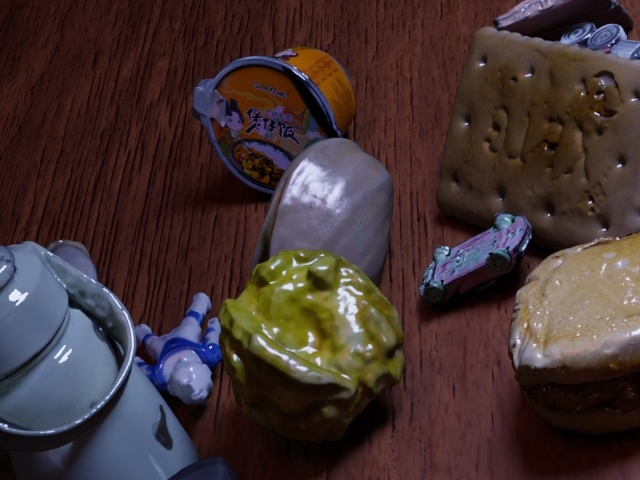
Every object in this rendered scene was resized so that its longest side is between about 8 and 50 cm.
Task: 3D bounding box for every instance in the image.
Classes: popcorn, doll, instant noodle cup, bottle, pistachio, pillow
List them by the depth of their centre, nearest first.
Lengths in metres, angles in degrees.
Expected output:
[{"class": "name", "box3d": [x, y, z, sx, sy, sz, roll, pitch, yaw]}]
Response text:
[{"class": "bottle", "box3d": [-0.275, 0.143, 1.897, 0.229, 0.352, 0.229, -21, 30, 13]}, {"class": "popcorn", "box3d": [-0.010, 0.109, 1.918, 0.197, 0.155, 0.198, -4, 54, 5]}, {"class": "pistachio", "box3d": [0.000, 0.000, 2.093, 0.137, 0.153, 0.238, -4, 64, 53]}, {"class": "doll", "box3d": [-0.152, 0.130, 2.109, 0.114, 0.057, 0.227, -23, 20, -1]}, {"class": "pillow", "box3d": [0.276, -0.251, 2.203, 0.126, 0.043, 0.232, -24, -9, 17]}, {"class": "instant noodle cup", "box3d": [-0.035, -0.160, 2.352, 0.125, 0.208, 0.178, -45, -12, -51]}]

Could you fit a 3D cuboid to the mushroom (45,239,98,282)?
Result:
[{"class": "mushroom", "box3d": [-0.322, 0.080, 2.304, 0.118, 0.103, 0.270, -7, 26, 25]}]

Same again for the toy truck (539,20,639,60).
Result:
[{"class": "toy truck", "box3d": [0.308, -0.154, 2.075, 0.135, 0.114, 0.270, -45, 31, -18]}]

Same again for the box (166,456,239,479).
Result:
[{"class": "box", "box3d": [-0.122, 0.389, 1.484, 0.204, 0.251, 0.345, -21, 29, 16]}]

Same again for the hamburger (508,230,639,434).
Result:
[{"class": "hamburger", "box3d": [0.262, 0.080, 1.759, 0.213, 0.108, 0.214, -21, 32, 14]}]

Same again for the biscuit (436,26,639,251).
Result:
[{"class": "biscuit", "box3d": [0.235, -0.100, 2.003, 0.325, 0.044, 0.217, 23, 101, 54]}]

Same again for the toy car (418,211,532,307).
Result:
[{"class": "toy car", "box3d": [0.162, 0.024, 1.991, 0.142, 0.055, 0.069, -29, 25, 32]}]
